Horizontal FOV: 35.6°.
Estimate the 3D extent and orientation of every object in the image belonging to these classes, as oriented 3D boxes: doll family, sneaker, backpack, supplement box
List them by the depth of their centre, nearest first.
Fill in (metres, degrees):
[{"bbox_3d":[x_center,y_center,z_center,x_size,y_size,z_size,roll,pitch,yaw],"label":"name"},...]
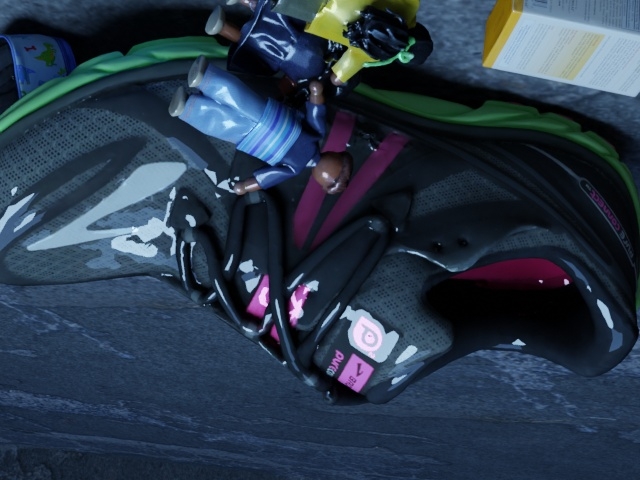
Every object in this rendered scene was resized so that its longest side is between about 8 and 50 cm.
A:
[{"bbox_3d":[0.002,-0.105,0.548,0.111,0.076,0.193,26,129,-24],"label":"doll family"},{"bbox_3d":[0.151,-0.122,0.582,0.098,0.036,0.062,11,158,-5],"label":"supplement box"},{"bbox_3d":[0.000,0.000,0.652,0.482,0.202,0.185,3,141,-9],"label":"sneaker"},{"bbox_3d":[-0.208,-0.092,0.715,0.084,0.105,0.114,-4,167,-36],"label":"backpack"}]
